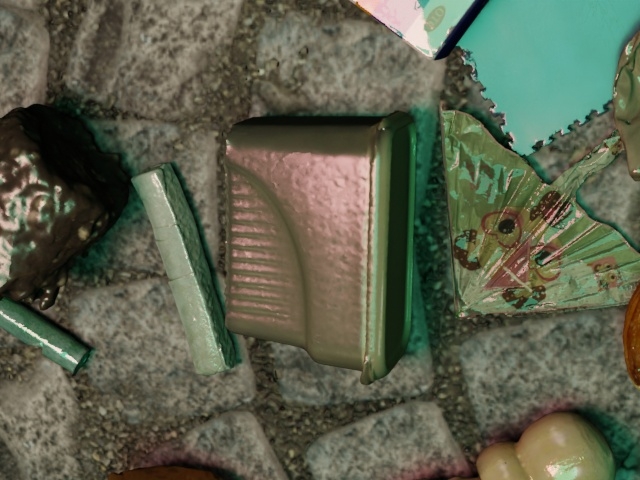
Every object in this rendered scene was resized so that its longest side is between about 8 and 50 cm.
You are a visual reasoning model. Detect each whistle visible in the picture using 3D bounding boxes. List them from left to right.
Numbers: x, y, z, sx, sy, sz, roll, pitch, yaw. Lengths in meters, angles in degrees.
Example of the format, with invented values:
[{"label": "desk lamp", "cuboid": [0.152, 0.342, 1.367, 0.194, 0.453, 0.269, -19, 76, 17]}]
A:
[{"label": "whistle", "cuboid": [-0.353, 0.092, 1.355, 0.186, 0.039, 0.039, 33, 109, 2]}]

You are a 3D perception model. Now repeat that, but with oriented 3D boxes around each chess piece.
[{"label": "chess piece", "cuboid": [0.189, 0.276, 1.239, 0.261, 0.143, 0.142, -36, 94, 15]}]

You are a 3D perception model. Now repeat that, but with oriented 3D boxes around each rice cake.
[{"label": "rice cake", "cuboid": [-0.148, 0.035, 1.291, 0.045, 0.042, 0.245, -11, 101, 27]}]

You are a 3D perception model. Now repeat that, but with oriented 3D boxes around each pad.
[{"label": "pad", "cuboid": [0.245, -0.254, 1.141, 0.269, 0.012, 0.269, -27, 98, 18]}]

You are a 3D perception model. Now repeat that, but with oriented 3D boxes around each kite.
[{"label": "kite", "cuboid": [0.226, -0.013, 1.207, 0.323, 0.013, 0.267, 36, 112, -3]}]

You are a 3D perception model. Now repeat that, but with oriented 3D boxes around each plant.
[{"label": "plant", "cuboid": [-0.330, -0.026, 1.245, 0.234, 0.178, 0.204, -39, 95, 13]}]

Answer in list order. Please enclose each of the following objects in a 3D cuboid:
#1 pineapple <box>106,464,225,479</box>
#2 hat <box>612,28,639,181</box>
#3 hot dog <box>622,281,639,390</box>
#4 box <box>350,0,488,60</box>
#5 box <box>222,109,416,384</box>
[{"label": "pineapple", "cuboid": [-0.181, 0.441, 1.340, 0.202, 0.202, 0.362, 15, 118, 8]}, {"label": "hat", "cuboid": [0.408, -0.129, 1.102, 0.245, 0.149, 0.214, 19, 136, -35]}, {"label": "hot dog", "cuboid": [0.409, 0.064, 1.131, 0.175, 0.114, 0.259, 35, 135, -9]}, {"label": "box", "cuboid": [0.055, -0.339, 1.101, 0.299, 0.106, 0.200, 38, 110, 5]}, {"label": "box", "cuboid": [0.000, 0.000, 1.209, 0.178, 0.138, 0.274, 6, 103, 17]}]
